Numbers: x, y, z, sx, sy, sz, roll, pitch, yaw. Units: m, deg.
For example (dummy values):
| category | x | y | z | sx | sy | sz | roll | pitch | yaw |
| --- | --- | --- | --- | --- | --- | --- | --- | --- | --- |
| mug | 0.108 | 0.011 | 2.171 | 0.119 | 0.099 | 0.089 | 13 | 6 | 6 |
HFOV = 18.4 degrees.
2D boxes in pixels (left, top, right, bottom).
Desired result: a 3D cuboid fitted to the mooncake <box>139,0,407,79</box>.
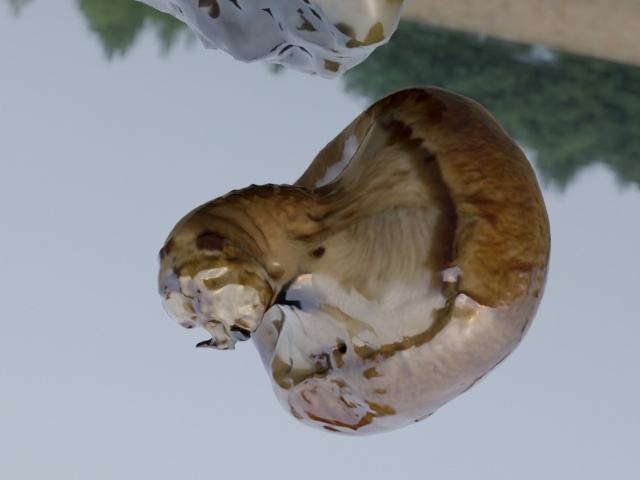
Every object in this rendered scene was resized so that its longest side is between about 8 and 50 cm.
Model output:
| category | x | y | z | sx | sy | sz | roll | pitch | yaw |
| --- | --- | --- | --- | --- | --- | --- | --- | --- | --- |
| mooncake | -0.120 | -0.260 | 1.439 | 0.394 | 0.393 | 0.246 | 56 | 175 | -15 |

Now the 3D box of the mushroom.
| category | x | y | z | sx | sy | sz | roll | pitch | yaw |
| --- | --- | --- | --- | --- | --- | --- | --- | --- | --- |
| mushroom | 0.036 | 0.002 | 1.381 | 0.267 | 0.267 | 0.254 | 15 | 157 | 31 |
